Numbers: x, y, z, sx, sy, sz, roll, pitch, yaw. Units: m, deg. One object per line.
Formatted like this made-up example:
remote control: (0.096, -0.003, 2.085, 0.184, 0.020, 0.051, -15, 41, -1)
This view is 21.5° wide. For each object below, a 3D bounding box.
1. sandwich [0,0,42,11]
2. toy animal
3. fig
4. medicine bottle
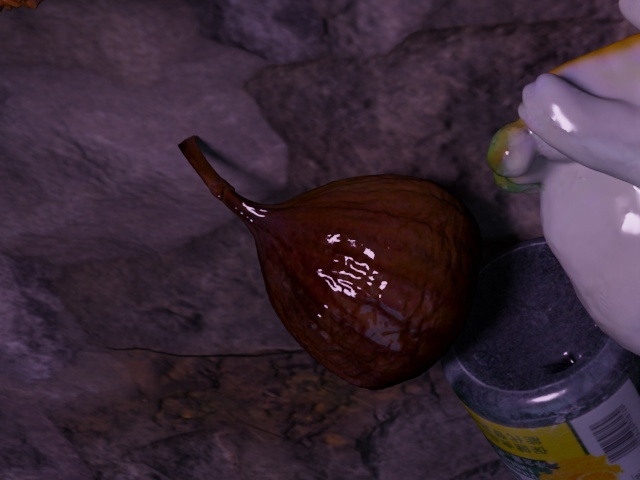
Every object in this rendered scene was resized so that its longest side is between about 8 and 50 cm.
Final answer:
sandwich: (-0.193, -0.202, 0.848, 0.185, 0.109, 0.160, 34, 159, -33)
toy animal: (0.231, -0.021, 0.900, 0.247, 0.183, 0.310, 41, 145, 15)
fig: (0.000, 0.000, 1.059, 0.201, 0.134, 0.146, 34, 130, -17)
medicine bottle: (0.196, 0.131, 1.172, 0.141, 0.141, 0.293, -9, 141, 25)
